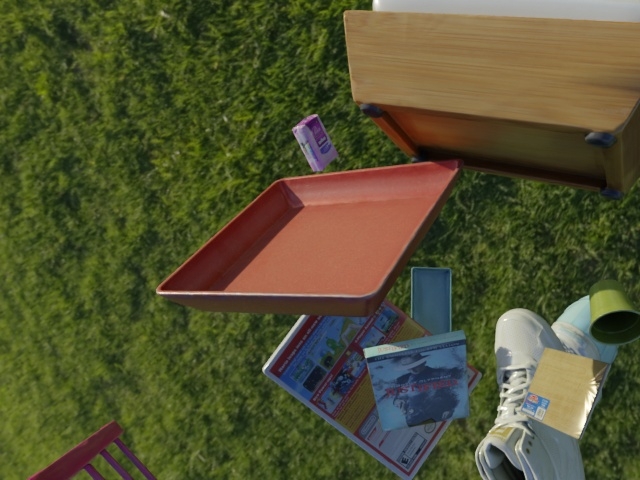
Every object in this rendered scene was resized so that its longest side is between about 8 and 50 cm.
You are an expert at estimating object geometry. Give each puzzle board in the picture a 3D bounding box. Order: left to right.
[{"bbox_3d":[0.308,0.191,0.798,0.011,0.097,0.128,26,173,-11],"label":"puzzle board"}]

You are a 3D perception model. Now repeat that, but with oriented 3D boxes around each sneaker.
[{"bbox_3d":[0.288,0.244,0.896,0.108,0.169,0.293,-22,74,41],"label":"sneaker"},{"bbox_3d":[0.528,0.223,1.240,0.135,0.150,0.366,41,169,30],"label":"sneaker"}]

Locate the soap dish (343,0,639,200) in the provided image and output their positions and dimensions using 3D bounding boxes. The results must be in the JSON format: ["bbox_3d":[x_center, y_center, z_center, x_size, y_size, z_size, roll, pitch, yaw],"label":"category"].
[{"bbox_3d":[0.186,-0.139,0.626,0.290,0.229,0.118,14,84,28],"label":"soap dish"}]

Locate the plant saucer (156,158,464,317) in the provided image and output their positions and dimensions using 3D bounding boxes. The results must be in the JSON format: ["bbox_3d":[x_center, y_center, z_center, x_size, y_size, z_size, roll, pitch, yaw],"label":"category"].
[{"bbox_3d":[0.000,0.000,0.669,0.258,0.258,0.048,-3,120,34],"label":"plant saucer"}]

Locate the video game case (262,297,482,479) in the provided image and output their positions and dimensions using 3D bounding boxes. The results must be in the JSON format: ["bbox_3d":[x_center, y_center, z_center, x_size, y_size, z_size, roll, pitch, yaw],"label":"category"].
[{"bbox_3d":[0.083,0.203,0.968,0.285,0.204,0.025,38,171,-5],"label":"video game case"}]

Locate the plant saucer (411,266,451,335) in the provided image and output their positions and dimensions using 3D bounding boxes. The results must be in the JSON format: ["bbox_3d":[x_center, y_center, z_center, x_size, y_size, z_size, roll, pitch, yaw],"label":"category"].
[{"bbox_3d":[0.181,0.141,1.034,0.067,0.018,0.192,2,82,2],"label":"plant saucer"}]

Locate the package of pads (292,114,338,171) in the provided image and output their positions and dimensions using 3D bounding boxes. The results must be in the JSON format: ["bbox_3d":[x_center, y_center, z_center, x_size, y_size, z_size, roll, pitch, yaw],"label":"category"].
[{"bbox_3d":[-0.008,-0.161,1.037,0.031,0.050,0.083,-8,119,42],"label":"package of pads"}]

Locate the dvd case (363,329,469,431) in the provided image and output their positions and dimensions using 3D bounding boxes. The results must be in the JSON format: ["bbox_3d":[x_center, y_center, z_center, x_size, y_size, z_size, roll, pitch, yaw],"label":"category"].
[{"bbox_3d":[0.089,0.129,0.565,0.087,0.013,0.120,-11,130,3],"label":"dvd case"}]

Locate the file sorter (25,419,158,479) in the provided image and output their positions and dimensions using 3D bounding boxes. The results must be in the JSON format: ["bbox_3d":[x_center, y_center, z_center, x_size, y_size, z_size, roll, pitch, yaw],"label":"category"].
[{"bbox_3d":[-0.227,0.317,0.557,0.182,0.202,0.291,46,170,1],"label":"file sorter"}]

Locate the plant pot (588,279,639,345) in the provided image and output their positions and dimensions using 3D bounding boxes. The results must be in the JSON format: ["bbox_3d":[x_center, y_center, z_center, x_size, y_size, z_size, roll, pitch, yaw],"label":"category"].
[{"bbox_3d":[0.449,0.104,0.967,0.083,0.079,0.083,4,134,4],"label":"plant pot"}]
